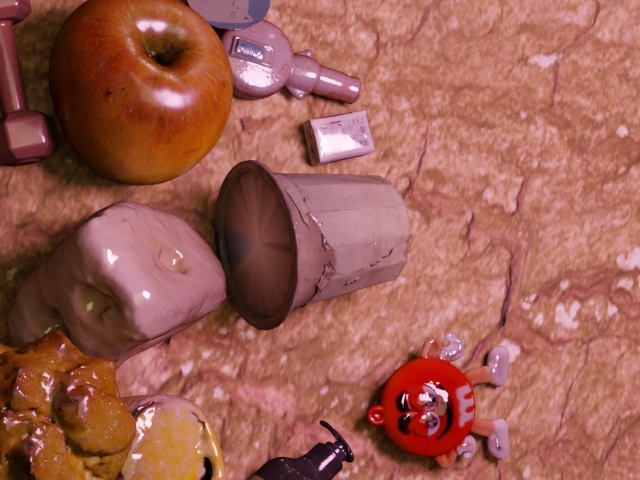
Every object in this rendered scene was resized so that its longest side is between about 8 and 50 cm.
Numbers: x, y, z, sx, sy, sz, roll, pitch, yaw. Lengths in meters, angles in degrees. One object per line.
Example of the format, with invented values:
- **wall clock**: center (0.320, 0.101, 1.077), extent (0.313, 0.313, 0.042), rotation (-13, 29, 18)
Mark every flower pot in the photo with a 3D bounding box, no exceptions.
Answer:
- **flower pot**: center (0.000, 0.000, 1.715), extent (0.202, 0.212, 0.212), rotation (-4, 86, -29)

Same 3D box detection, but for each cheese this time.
- **cheese**: center (-0.243, 0.061, 1.647), extent (0.174, 0.251, 0.248), rotation (53, 33, 6)

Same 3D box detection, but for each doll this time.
- **doll**: center (0.164, 0.214, 1.807), extent (0.217, 0.085, 0.183), rotation (5, 84, -29)

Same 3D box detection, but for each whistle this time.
- **whistle**: center (-0.049, -0.228, 1.791), extent (0.220, 0.057, 0.107), rotation (17, 76, -20)

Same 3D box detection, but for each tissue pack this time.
- **tissue pack**: center (0.024, -0.138, 1.814), extent (0.083, 0.042, 0.062), rotation (-13, 90, -21)

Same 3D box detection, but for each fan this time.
- **fan**: center (-0.152, -0.323, 1.770), extent (0.175, 0.005, 0.113), rotation (8, 56, -7)

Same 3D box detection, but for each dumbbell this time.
- **dumbbell**: center (-0.382, -0.206, 1.651), extent (0.082, 0.092, 0.231), rotation (-13, 89, 9)

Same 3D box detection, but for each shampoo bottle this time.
- **shampoo bottle**: center (-0.068, 0.346, 1.696), extent (0.284, 0.101, 0.101), rotation (-41, 98, -20)

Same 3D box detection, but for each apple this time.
- **apple**: center (-0.225, -0.182, 1.659), extent (0.236, 0.207, 0.237), rotation (12, 61, -23)

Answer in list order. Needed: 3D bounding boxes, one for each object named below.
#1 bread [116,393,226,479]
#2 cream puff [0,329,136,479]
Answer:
- **bread**: center (-0.218, 0.276, 1.611), extent (0.197, 0.170, 0.197), rotation (10, 73, -33)
- **cream puff**: center (-0.331, 0.204, 1.480), extent (0.244, 0.244, 0.196), rotation (-61, 148, -15)
